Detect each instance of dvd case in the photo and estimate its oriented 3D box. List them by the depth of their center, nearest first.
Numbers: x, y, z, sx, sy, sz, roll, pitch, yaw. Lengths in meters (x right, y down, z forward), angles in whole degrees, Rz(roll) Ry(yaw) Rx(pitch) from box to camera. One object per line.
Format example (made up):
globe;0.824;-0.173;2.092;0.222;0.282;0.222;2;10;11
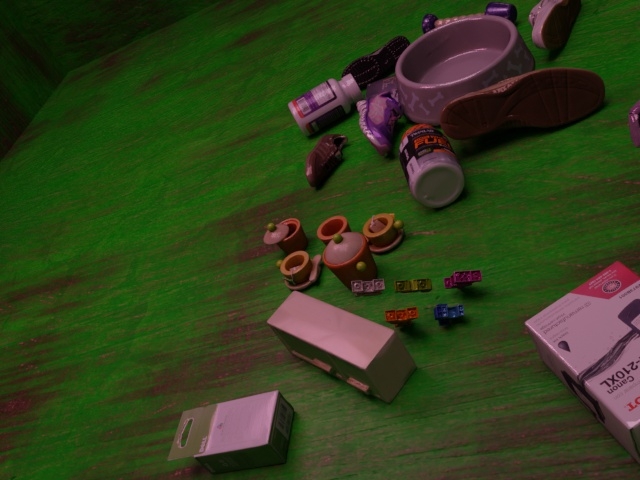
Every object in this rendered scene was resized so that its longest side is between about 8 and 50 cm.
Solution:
dvd case;0.222;-0.412;1.906;0.221;0.018;0.165;-15;39;23

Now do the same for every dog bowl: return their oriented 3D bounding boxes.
dog bowl;0.344;-0.432;1.743;0.348;0.102;0.349;-18;38;15

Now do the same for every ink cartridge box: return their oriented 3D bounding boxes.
ink cartridge box;0.427;0.162;0.968;0.172;0.100;0.237;-34;34;0
ink cartridge box;-0.156;0.343;1.240;0.209;0.062;0.109;-17;38;23

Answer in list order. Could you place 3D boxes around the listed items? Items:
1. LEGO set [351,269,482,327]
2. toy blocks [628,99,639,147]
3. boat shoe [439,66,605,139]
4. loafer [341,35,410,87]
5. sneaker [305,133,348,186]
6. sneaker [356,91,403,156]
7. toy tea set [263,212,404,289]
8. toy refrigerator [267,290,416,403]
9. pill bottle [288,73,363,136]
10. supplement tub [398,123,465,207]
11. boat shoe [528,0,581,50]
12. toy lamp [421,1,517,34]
LEGO set;0.167;0.113;1.247;0.227;0.093;0.087;-4;74;-4
toy blocks;0.594;-0.056;0.981;0.288;0.308;0.260;31;111;45
boat shoe;0.428;-0.303;1.519;0.340;0.122;0.110;-8;17;15
loafer;0.164;-0.506;2.034;0.220;0.080;0.078;-28;2;9
sneaker;0.016;-0.211;1.781;0.071;0.066;0.188;-9;41;29
sneaker;0.156;-0.300;1.747;0.104;0.095;0.236;-28;34;17
toy tea set;0.000;0.000;1.482;0.335;0.124;0.200;-4;44;35
toy refrigerator;0.029;0.186;1.252;0.269;0.102;0.094;17;57;47
pill bottle;0.017;-0.380;1.950;0.193;0.108;0.108;-29;35;5
supplement tub;0.233;-0.166;1.509;0.117;0.117;0.190;-25;36;11
boat shoe;0.563;-0.544;1.739;0.096;0.098;0.277;-1;37;38
toy lamp;0.411;-0.609;1.950;0.274;0.080;0.080;4;49;45
